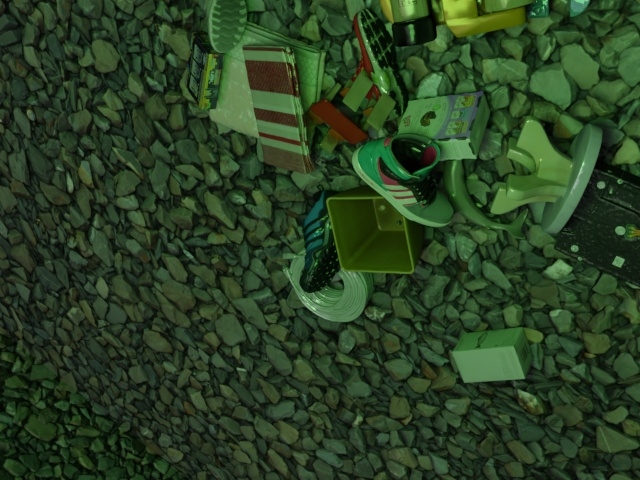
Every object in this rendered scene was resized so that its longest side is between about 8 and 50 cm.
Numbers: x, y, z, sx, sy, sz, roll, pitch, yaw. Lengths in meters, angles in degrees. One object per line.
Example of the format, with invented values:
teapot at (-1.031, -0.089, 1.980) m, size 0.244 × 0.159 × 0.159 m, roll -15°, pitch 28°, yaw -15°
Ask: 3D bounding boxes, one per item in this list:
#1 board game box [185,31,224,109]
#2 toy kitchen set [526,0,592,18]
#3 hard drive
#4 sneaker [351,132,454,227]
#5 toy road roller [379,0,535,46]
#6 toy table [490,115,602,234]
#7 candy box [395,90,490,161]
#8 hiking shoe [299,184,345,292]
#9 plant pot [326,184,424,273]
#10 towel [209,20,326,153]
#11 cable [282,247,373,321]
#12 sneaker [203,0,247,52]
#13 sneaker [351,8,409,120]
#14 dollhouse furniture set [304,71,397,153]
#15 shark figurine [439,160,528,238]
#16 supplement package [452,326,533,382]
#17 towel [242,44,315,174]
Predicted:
board game box at (-0.326, -0.475, 2.022) m, size 0.141 × 0.048 × 0.170 m, roll 53°, pitch 140°, yaw 39°
toy kitchen set at (0.472, -0.564, 1.486) m, size 0.166 × 0.122 × 0.207 m, roll 6°, pitch 118°, yaw 28°
hard drive at (0.744, -0.013, 1.663) m, size 0.338 × 0.064 × 0.237 m, roll 26°, pitch 126°, yaw 18°
sneaker at (0.233, -0.147, 1.677) m, size 0.295 × 0.124 × 0.178 m, roll 33°, pitch 153°, yaw -17°
toy road roller at (0.287, -0.555, 1.550) m, size 0.329 × 0.241 × 0.203 m, roll -6°, pitch 113°, yaw 18°
toy table at (0.502, -0.154, 1.639) m, size 0.160 × 0.252 × 0.274 m, roll 16°, pitch 115°, yaw 3°
candy box at (0.289, -0.268, 1.727) m, size 0.196 × 0.165 × 0.070 m, roll -1°, pitch 140°, yaw 32°
hiking shoe at (0.000, 0.000, 2.031) m, size 0.132 × 0.113 × 0.304 m, roll 15°, pitch 79°, yaw 36°
plant pot at (0.167, -0.051, 1.910) m, size 0.212 × 0.187 × 0.212 m, roll 0°, pitch 115°, yaw 30°
towel at (-0.153, -0.419, 1.989) m, size 0.331 × 0.053 × 0.317 m, roll 24°, pitch 126°, yaw 19°
cable at (0.033, 0.119, 2.149) m, size 0.257 × 0.089 × 0.257 m, roll -11°, pitch 109°, yaw 33°
sneaker at (-0.262, -0.637, 1.902) m, size 0.115 × 0.105 × 0.281 m, roll 17°, pitch 108°, yaw 57°
sneaker at (0.121, -0.426, 1.789) m, size 0.118 × 0.107 × 0.279 m, roll -4°, pitch 113°, yaw 38°
dollhouse furniture set at (0.087, -0.264, 1.812) m, size 0.259 × 0.135 × 0.262 m, roll 37°, pitch 159°, yaw -19°
shark figurine at (0.378, -0.079, 1.818) m, size 0.278 × 0.116 × 0.166 m, roll 45°, pitch 130°, yaw 4°
supplement package at (0.472, 0.314, 1.979) m, size 0.179 × 0.105 × 0.105 m, roll -12°, pitch 109°, yaw 34°
towel at (-0.112, -0.346, 1.894) m, size 0.237 × 0.037 × 0.329 m, roll 22°, pitch 128°, yaw 54°
